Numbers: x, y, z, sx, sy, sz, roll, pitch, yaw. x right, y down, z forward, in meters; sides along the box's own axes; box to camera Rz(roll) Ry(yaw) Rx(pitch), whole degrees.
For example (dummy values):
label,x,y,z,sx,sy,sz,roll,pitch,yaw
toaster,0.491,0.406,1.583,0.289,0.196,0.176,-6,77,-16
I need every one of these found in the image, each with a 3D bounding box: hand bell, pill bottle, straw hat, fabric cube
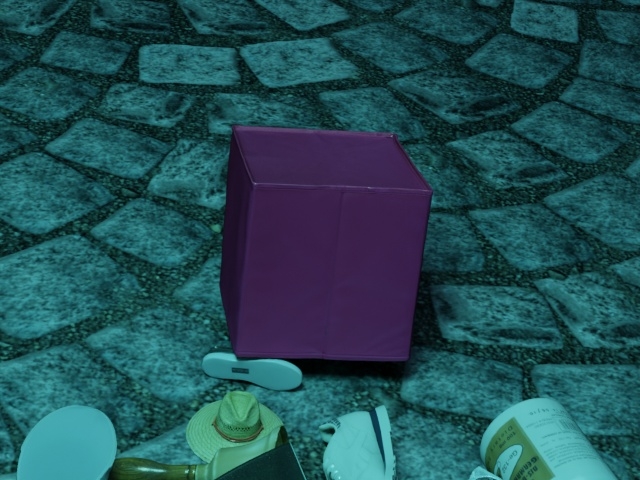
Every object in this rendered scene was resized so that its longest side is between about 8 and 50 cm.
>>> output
label,x,y,z,sx,sy,sz,roll,pitch,yaw
hand bell,-0.166,0.288,1.858,0.242,0.126,0.126,1,32,9
pill bottle,0.303,0.315,1.874,0.131,0.131,0.229,-6,36,-21
straw hat,-0.108,0.232,1.971,0.144,0.061,0.144,6,33,-4
fabric cube,0.000,0.000,2.129,0.259,0.258,0.254,3,21,-10

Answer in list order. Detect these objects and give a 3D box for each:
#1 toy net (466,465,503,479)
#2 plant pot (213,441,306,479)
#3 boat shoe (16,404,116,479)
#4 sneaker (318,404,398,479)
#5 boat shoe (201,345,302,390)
label,x,y,z,sx,sy,sz,roll,pitch,yaw
toy net,0.219,0.351,1.813,0.045,0.122,0.232,26,29,-33
plant pot,-0.080,0.371,1.677,0.167,0.188,0.187,-14,38,-10
boat shoe,-0.307,0.327,1.746,0.113,0.105,0.306,8,39,-8
sneaker,0.053,0.305,1.893,0.095,0.090,0.235,-7,31,-1
boat shoe,-0.093,0.172,2.079,0.142,0.049,0.040,9,33,5
